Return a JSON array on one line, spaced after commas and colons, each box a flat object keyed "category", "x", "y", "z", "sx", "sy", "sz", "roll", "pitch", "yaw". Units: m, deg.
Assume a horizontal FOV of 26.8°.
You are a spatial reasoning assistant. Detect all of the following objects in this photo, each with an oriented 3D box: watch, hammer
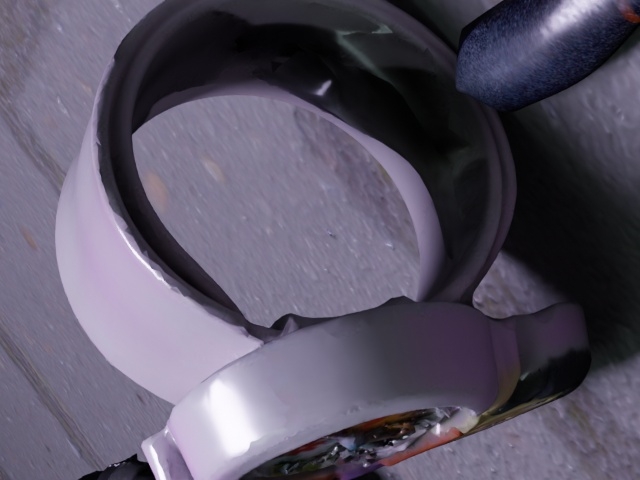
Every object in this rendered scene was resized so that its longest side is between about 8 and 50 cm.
[{"category": "watch", "x": 0.000, "y": 0.000, "z": 0.658, "sx": 0.231, "sy": 0.244, "sz": 0.196, "roll": 68, "pitch": 153, "yaw": 19}, {"category": "hammer", "x": 0.127, "y": -0.116, "z": 0.489, "sx": 0.137, "sy": 0.037, "sz": 0.290, "roll": 54, "pitch": 151, "yaw": -3}]

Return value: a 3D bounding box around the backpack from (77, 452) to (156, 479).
[{"category": "backpack", "x": -0.026, "y": 0.342, "z": 1.005, "sx": 0.445, "sy": 0.255, "sz": 0.363, "roll": 54, "pitch": 145, "yaw": 4}]
